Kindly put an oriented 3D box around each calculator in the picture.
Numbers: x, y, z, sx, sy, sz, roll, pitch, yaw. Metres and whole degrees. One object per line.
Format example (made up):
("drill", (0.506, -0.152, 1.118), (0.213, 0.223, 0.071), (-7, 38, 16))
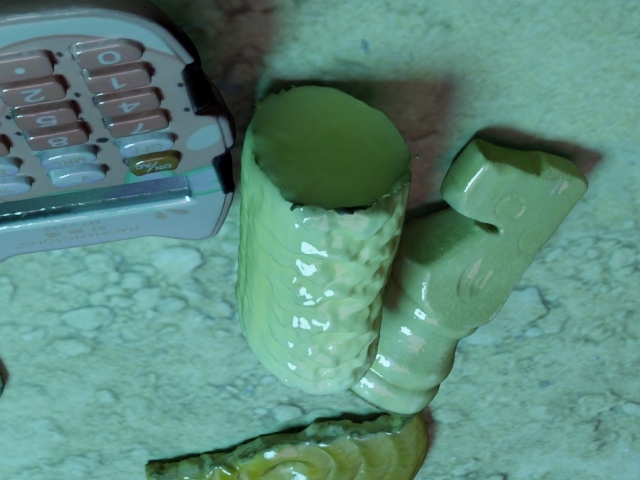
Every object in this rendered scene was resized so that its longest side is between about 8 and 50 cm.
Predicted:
("calculator", (-0.157, -0.058, 0.832), (0.220, 0.048, 0.330), (-7, 163, 0))

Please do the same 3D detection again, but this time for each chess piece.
("chess piece", (0.087, 0.017, 1.016), (0.090, 0.090, 0.200), (19, 123, -28))

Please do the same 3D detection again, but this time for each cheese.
("cheese", (0.000, 0.000, 0.939), (0.094, 0.123, 0.167), (-14, 140, -18))

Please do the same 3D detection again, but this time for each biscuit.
("biscuit", (-0.019, 0.196, 1.233), (0.224, 0.033, 0.144), (-11, 139, 5))

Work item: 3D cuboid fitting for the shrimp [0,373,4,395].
("shrimp", (-0.327, 0.105, 1.081), (0.195, 0.035, 0.148), (22, 134, -32))
